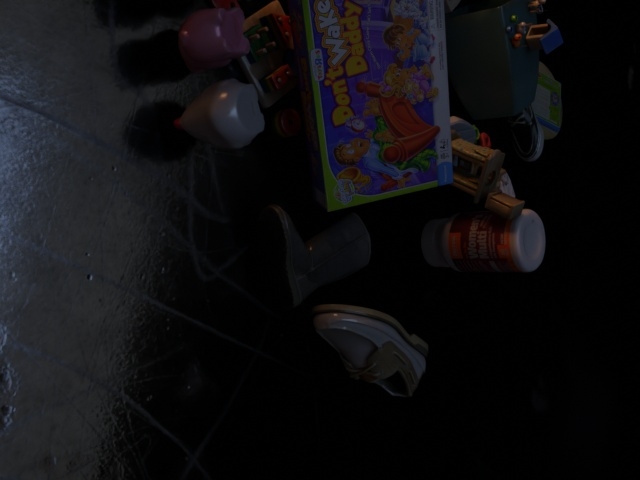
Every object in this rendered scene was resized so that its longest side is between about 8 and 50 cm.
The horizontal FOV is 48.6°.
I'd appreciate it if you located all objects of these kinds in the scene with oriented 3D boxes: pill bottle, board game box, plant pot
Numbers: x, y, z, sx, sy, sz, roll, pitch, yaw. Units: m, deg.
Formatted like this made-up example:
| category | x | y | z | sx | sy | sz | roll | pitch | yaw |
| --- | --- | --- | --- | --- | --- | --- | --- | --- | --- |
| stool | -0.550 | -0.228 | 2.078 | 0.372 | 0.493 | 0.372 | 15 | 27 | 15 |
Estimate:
| category | x | y | z | sx | sy | sz | roll | pitch | yaw |
| --- | --- | --- | --- | --- | --- | --- | --- | --- | --- |
| pill bottle | 0.316 | 0.003 | 1.396 | 0.121 | 0.221 | 0.121 | 2 | 87 | -46 |
| board game box | 0.087 | -0.242 | 1.150 | 0.233 | 0.078 | 0.347 | -14 | 113 | -15 |
| plant pot | 0.374 | -0.391 | 1.529 | 0.165 | 0.165 | 0.234 | -37 | 116 | -41 |

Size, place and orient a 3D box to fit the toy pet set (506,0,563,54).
| category | x | y | z | sx | sy | sz | roll | pitch | yaw |
| --- | --- | --- | --- | --- | --- | --- | --- | --- | --- |
| toy pet set | 0.443 | -0.432 | 1.437 | 0.114 | 0.065 | 0.122 | 47 | 60 | -42 |

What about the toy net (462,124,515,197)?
| category | x | y | z | sx | sy | sz | roll | pitch | yaw |
| --- | --- | --- | --- | --- | --- | --- | --- | --- | --- |
| toy net | 0.370 | -0.161 | 1.595 | 0.232 | 0.045 | 0.122 | 32 | 64 | -42 |

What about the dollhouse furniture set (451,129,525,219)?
| category | x | y | z | sx | sy | sz | roll | pitch | yaw |
| --- | --- | --- | --- | --- | --- | --- | --- | --- | --- |
| dollhouse furniture set | 0.336 | -0.140 | 1.347 | 0.161 | 0.182 | 0.101 | -21 | 132 | -43 |

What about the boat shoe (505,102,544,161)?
| category | x | y | z | sx | sy | sz | roll | pitch | yaw |
| --- | --- | --- | --- | --- | --- | --- | --- | --- | --- |
| boat shoe | 0.472 | -0.295 | 1.688 | 0.070 | 0.077 | 0.219 | -5 | 83 | -47 |

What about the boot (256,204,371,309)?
| category | x | y | z | sx | sy | sz | roll | pitch | yaw |
| --- | --- | --- | --- | --- | --- | --- | --- | --- | --- |
| boot | -0.002 | -0.001 | 1.172 | 0.208 | 0.076 | 0.190 | -28 | 122 | -36 |

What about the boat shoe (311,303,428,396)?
| category | x | y | z | sx | sy | sz | roll | pitch | yaw |
| --- | --- | --- | --- | --- | --- | --- | --- | --- | --- |
| boat shoe | 0.093 | 0.194 | 1.231 | 0.302 | 0.113 | 0.103 | 31 | 61 | -42 |

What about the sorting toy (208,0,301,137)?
| category | x | y | z | sx | sy | sz | roll | pitch | yaw |
| --- | --- | --- | --- | --- | --- | --- | --- | --- | --- |
| sorting toy | -0.073 | -0.311 | 1.136 | 0.132 | 0.046 | 0.274 | -47 | 119 | -37 |

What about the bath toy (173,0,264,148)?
| category | x | y | z | sx | sy | sz | roll | pitch | yaw |
| --- | --- | --- | --- | --- | --- | --- | --- | --- | --- |
| bath toy | -0.165 | -0.297 | 0.986 | 0.151 | 0.129 | 0.348 | -23 | 105 | -64 |

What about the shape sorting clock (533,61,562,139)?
| category | x | y | z | sx | sy | sz | roll | pitch | yaw |
| --- | --- | --- | --- | --- | --- | --- | --- | --- | --- |
| shape sorting clock | 0.557 | -0.357 | 1.800 | 0.206 | 0.040 | 0.206 | 4 | 84 | -42 |

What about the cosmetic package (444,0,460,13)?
| category | x | y | z | sx | sy | sz | roll | pitch | yaw |
| --- | --- | --- | --- | --- | --- | --- | --- | --- | --- |
| cosmetic package | 0.248 | -0.538 | 1.488 | 0.060 | 0.041 | 0.115 | -52 | 123 | -34 |

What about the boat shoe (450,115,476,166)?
| category | x | y | z | sx | sy | sz | roll | pitch | yaw |
| --- | --- | --- | --- | --- | --- | --- | --- | --- | --- |
| boat shoe | 0.195 | -0.199 | 1.370 | 0.302 | 0.094 | 0.109 | -7 | 122 | -49 |
